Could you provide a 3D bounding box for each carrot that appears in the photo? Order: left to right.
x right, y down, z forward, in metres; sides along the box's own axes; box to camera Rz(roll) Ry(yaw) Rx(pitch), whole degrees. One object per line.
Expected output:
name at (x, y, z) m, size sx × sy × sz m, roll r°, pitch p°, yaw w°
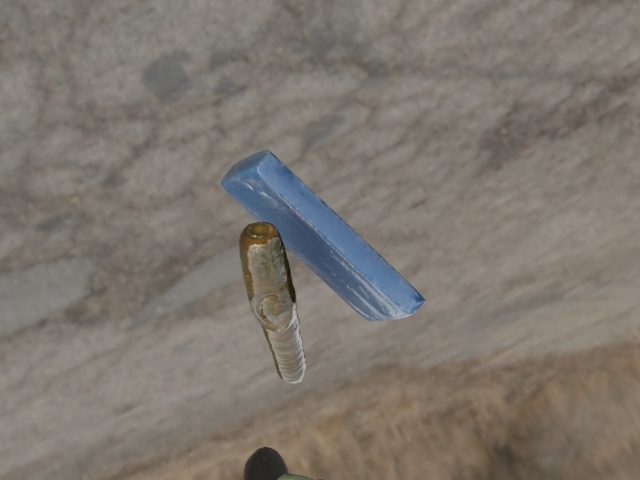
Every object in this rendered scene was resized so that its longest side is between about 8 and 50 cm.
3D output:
carrot at (-0.058, 0.103, 1.858) m, size 0.070 × 0.070 × 0.342 m, roll -24°, pitch 139°, yaw -11°

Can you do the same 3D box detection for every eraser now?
eraser at (0.000, 0.000, 1.910) m, size 0.043 × 0.312 × 0.144 m, roll -52°, pitch -165°, yaw -20°

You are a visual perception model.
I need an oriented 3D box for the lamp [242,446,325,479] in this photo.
lamp at (-0.010, 0.324, 1.359) m, size 0.197 × 0.198 × 0.244 m, roll -23°, pitch 138°, yaw -15°
